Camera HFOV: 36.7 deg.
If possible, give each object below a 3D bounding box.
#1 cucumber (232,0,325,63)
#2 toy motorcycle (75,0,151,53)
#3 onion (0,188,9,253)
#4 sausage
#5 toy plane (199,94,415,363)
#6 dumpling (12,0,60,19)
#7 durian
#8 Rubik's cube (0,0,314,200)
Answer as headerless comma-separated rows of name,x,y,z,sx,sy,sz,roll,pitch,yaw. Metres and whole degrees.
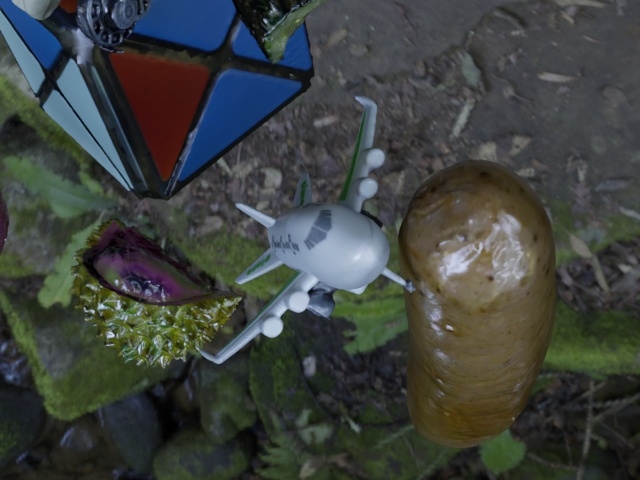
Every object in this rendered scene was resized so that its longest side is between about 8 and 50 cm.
cucumber,-0.094,-0.271,0.730,0.081,0.072,0.303,-43,74,28
toy motorcycle,-0.166,-0.196,0.549,0.090,0.263,0.157,20,102,23
onion,-0.617,-0.042,1.337,0.347,0.285,0.348,-21,147,-14
sausage,0.134,0.097,0.871,0.123,0.136,0.501,-40,156,-15
toy plane,0.004,0.002,0.753,0.101,0.255,0.251,33,84,-20
dumpling,-0.057,-0.187,0.426,0.250,0.162,0.132,-30,99,45
durian,-0.185,0.059,0.886,0.186,0.108,0.119,31,106,26
Rubik's cube,-0.182,-0.235,0.996,0.248,0.250,0.246,-38,146,-19
